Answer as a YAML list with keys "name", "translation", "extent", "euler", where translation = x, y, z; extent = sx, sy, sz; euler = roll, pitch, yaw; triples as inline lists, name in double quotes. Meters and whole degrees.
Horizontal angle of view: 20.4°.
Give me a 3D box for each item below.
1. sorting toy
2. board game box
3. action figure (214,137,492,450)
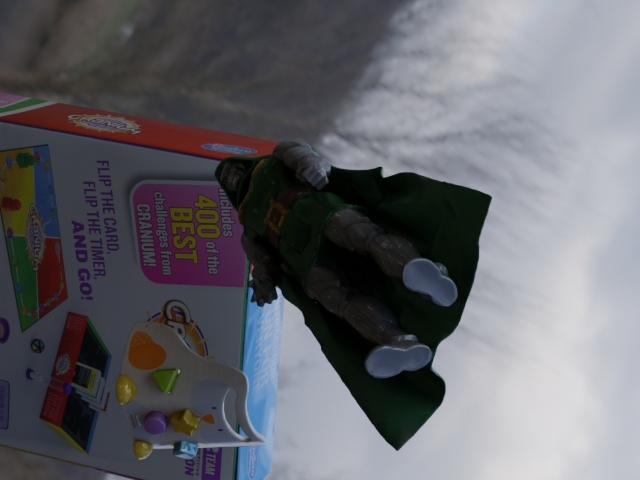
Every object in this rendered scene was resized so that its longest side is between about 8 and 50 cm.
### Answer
- name: "sorting toy"
  translation: [-0.069, 0.092, 0.990]
  extent: [0.045, 0.075, 0.083]
  euler: [-58, 142, -48]
- name: "board game box"
  translation: [-0.181, 0.029, 1.213]
  extent: [0.064, 0.317, 0.242]
  euler: [-37, 135, -64]
- name: "action figure"
  translation: [0.000, 0.000, 0.960]
  extent: [0.232, 0.063, 0.137]
  euler: [38, -72, 57]
